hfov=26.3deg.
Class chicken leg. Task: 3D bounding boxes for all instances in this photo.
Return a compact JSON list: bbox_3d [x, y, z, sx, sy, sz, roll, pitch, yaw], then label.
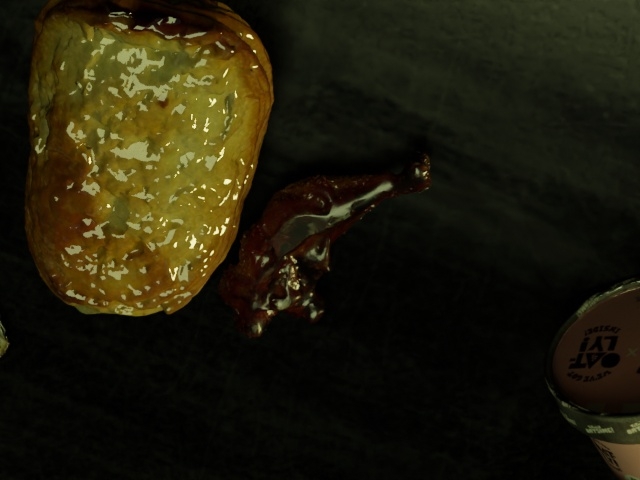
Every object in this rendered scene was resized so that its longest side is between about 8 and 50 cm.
[{"bbox_3d":[-0.006,-0.002,1.037,0.089,0.048,0.219,31,120,-13],"label":"chicken leg"}]

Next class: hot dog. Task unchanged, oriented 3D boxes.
[{"bbox_3d":[-0.131,-0.070,0.984,0.175,0.114,0.259,13,123,-4],"label":"hot dog"}]

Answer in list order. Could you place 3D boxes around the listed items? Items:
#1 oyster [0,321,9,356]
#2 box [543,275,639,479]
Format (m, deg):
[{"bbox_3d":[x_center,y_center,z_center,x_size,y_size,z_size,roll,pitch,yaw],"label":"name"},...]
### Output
[{"bbox_3d":[-0.287,0.062,1.136,0.054,0.019,0.083,-6,121,14],"label":"oyster"},{"bbox_3d":[0.258,0.120,1.014,0.151,0.151,0.135,-18,124,18],"label":"box"}]
